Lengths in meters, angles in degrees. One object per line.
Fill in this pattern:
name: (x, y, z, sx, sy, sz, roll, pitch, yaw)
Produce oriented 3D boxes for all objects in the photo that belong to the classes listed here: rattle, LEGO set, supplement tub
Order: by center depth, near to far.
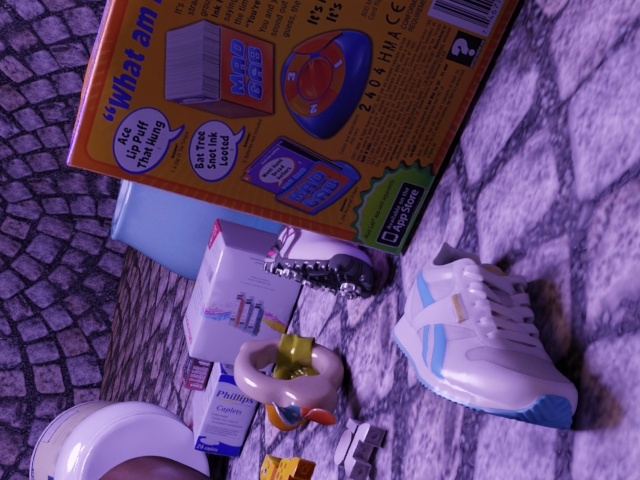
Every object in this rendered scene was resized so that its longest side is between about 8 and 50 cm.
LEGO set: (-0.027, 0.270, 0.914, 0.227, 0.087, 0.093, -68, 19, 0)
rattle: (-0.033, 0.198, 1.004, 0.143, 0.130, 0.199, -69, 27, 16)
supplement tub: (-0.328, 0.379, 1.472, 0.325, 0.235, 0.235, -19, 58, 61)

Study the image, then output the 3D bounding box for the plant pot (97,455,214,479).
plant pot: (-0.180, 0.395, 1.188, 0.230, 0.215, 0.215, -16, 59, 53)

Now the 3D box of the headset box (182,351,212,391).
headset box: (-0.185, 0.184, 1.373, 0.062, 0.032, 0.083, -123, 50, -70)

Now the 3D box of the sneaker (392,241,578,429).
sneaker: (0.119, 0.066, 0.671, 0.228, 0.087, 0.092, -136, 65, -69)

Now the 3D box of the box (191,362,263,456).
box: (-0.142, 0.233, 1.375, 0.126, 0.072, 0.137, -113, 40, -65)

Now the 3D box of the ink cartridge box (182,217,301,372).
ink cartridge box: (-0.114, 0.081, 1.319, 0.128, 0.127, 0.176, -123, 50, -67)

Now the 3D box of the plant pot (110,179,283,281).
plant pot: (-0.206, -0.060, 1.519, 0.271, 0.255, 0.271, -164, 90, -73)

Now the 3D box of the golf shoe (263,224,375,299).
golf shoe: (0.000, 0.000, 1.082, 0.120, 0.105, 0.273, -68, 17, -3)

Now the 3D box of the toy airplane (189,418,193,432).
toy airplane: (-0.222, 0.370, 1.586, 0.151, 0.028, 0.151, -166, 90, -74)

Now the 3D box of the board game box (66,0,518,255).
board game box: (-0.041, -0.257, 0.985, 0.356, 0.356, 0.356, -106, 36, -60)
